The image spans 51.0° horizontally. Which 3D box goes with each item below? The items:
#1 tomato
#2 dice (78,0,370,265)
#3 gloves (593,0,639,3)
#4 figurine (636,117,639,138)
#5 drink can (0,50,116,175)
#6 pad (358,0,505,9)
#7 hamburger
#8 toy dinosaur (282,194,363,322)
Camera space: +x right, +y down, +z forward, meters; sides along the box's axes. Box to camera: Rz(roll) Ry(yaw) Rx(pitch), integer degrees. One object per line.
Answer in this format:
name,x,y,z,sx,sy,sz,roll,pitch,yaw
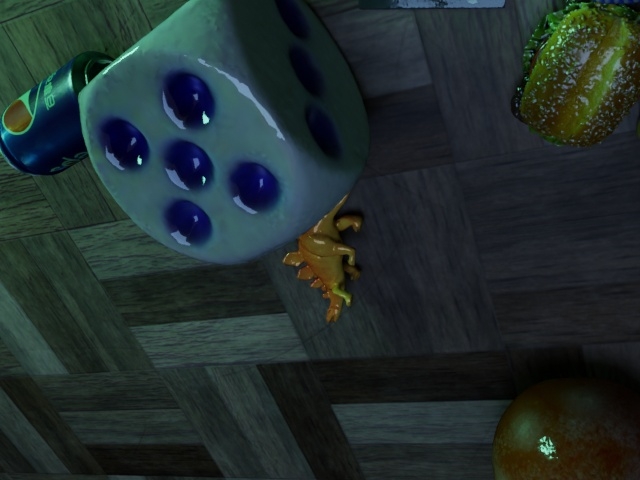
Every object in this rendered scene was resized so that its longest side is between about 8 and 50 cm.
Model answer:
tomato,0.383,0.333,0.963,0.264,0.265,0.265,9,128,12
dice,-0.103,-0.140,0.766,0.243,0.259,0.251,-24,115,30
gloves,0.235,-0.287,0.627,0.229,0.119,0.097,24,122,0
figurine,0.427,-0.100,0.538,0.266,0.378,0.361,2,128,17
drink can,-0.346,-0.167,0.920,0.205,0.118,0.118,-22,116,31
pad,0.111,-0.361,0.688,0.170,0.006,0.246,6,128,16
hamburger,0.279,-0.173,0.717,0.137,0.087,0.166,23,130,2
toy dinosaur,0.000,0.000,0.962,0.117,0.070,0.288,8,123,14
